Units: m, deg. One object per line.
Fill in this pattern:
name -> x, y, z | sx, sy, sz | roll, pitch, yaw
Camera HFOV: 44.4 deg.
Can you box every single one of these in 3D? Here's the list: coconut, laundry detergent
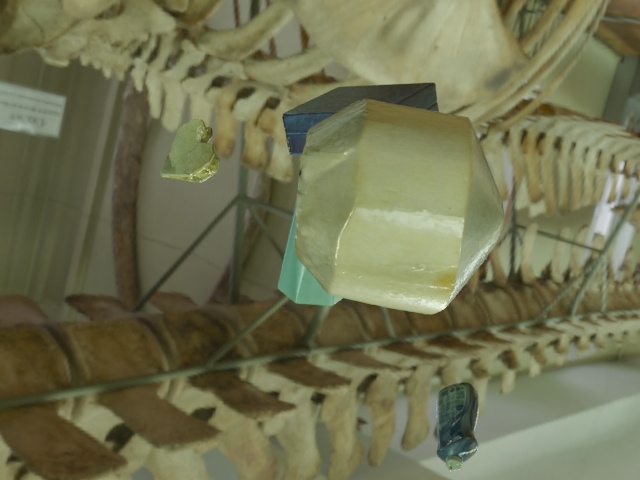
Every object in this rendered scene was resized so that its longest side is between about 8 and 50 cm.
coconut -> 0.114, -0.050, 1.114 | 0.323, 0.322, 0.323 | 14, -173, -2
laundry detergent -> 0.291, 0.402, 1.678 | 0.097, 0.061, 0.206 | -16, -146, 24

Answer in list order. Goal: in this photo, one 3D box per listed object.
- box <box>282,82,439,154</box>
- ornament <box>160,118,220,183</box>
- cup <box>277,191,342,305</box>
box -> 0.099, -0.288, 1.854 | 0.279, 0.116, 0.261 | 3, -156, 35
ornament -> -0.356, -0.219, 2.086 | 0.059, 0.180, 0.201 | 46, -163, -44
cup -> 0.000, 0.000, 1.610 | 0.134, 0.235, 0.148 | 16, -159, 21
